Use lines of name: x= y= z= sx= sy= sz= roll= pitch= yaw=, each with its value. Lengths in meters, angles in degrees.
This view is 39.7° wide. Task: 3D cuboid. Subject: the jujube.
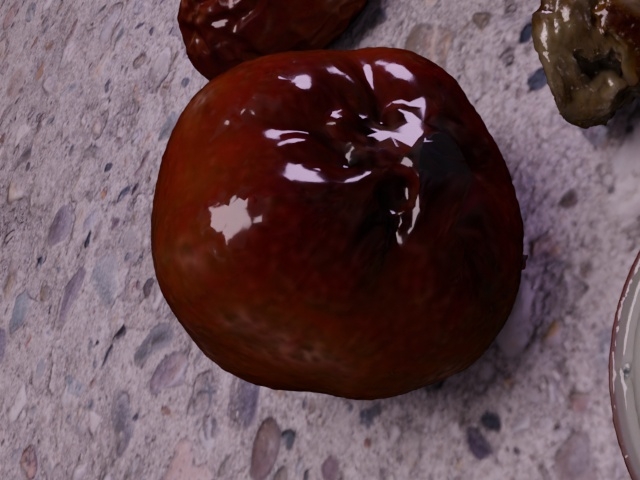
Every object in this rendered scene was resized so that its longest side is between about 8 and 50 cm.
jujube: x=-0.052 y=-0.279 z=1.020 sx=0.250 sy=0.174 sz=0.174 roll=-30 pitch=47 yaw=23

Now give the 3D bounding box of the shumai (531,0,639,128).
shumai: x=0.221 y=-0.156 z=0.648 sx=0.105 sy=0.123 sz=0.139 roll=-18 pitch=42 yaw=32

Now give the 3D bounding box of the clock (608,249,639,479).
clock: x=0.295 y=0.054 z=0.460 sx=0.318 sy=0.080 sz=0.319 roll=-28 pitch=50 yaw=39

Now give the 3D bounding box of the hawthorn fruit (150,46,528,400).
hawthorn fruit: x=-0.001 y=-0.011 z=0.695 sx=0.311 sy=0.295 sz=0.295 roll=-6 pitch=65 yaw=46
